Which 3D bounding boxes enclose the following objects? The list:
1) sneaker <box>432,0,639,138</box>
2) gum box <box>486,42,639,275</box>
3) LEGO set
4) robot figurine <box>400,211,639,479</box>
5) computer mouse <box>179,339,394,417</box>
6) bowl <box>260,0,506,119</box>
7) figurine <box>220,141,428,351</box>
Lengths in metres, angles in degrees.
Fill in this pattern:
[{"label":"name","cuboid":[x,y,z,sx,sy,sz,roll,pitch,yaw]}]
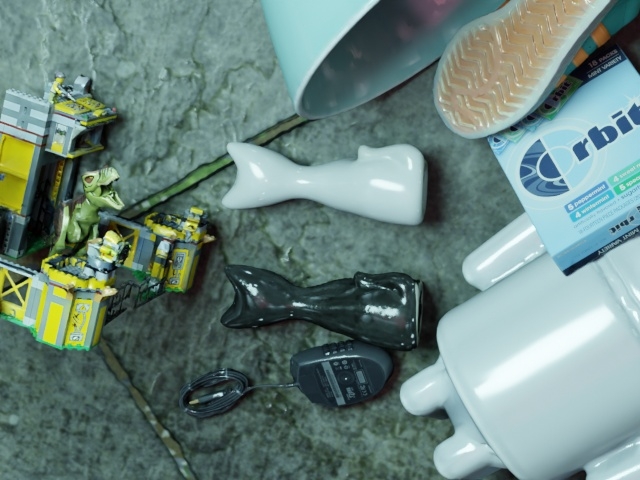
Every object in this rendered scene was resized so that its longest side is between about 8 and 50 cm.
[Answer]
[{"label":"sneaker","cuboid":[0.223,-0.202,1.170,0.108,0.121,0.302,56,137,13]},{"label":"gum box","cuboid":[0.256,-0.080,1.194,0.157,0.184,0.041,-32,136,13]},{"label":"LEGO set","cuboid":[-0.234,-0.049,1.186,0.255,0.331,0.192,21,107,19]},{"label":"robot figurine","cuboid":[0.255,0.106,1.235,0.353,0.200,0.300,-32,74,13]},{"label":"computer mouse","cuboid":[-0.038,0.148,1.360,0.242,0.041,0.071,-10,123,12]},{"label":"bowl","cuboid":[0.059,-0.263,1.114,0.311,0.311,0.163,-39,81,14]},{"label":"figurine","cuboid":[0.000,0.000,1.287,0.210,0.092,0.214,3,106,8]}]
